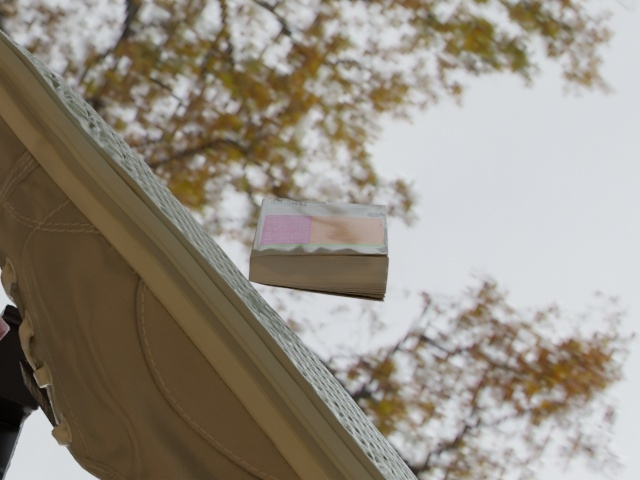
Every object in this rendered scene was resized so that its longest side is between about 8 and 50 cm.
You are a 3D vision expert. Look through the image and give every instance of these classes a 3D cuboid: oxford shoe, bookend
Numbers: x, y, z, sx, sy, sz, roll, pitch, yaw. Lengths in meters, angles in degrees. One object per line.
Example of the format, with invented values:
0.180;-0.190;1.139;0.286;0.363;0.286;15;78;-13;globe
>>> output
-0.107;0.039;0.787;0.130;0.169;0.449;-41;-112;4;oxford shoe
-0.294;0.162;1.340;0.157;0.072;0.156;-43;-152;56;bookend

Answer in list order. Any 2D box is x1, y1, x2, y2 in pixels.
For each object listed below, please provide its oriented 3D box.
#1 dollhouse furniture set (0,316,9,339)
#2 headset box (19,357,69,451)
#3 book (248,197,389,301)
-0.433;0.135;1.069;0.201;0.152;0.374;-13;-152;39;dollhouse furniture set
-0.169;0.109;1.063;0.062;0.032;0.083;-26;-126;-23;headset box
0.000;0.000;1.062;0.144;0.096;0.035;-83;178;-72;book
